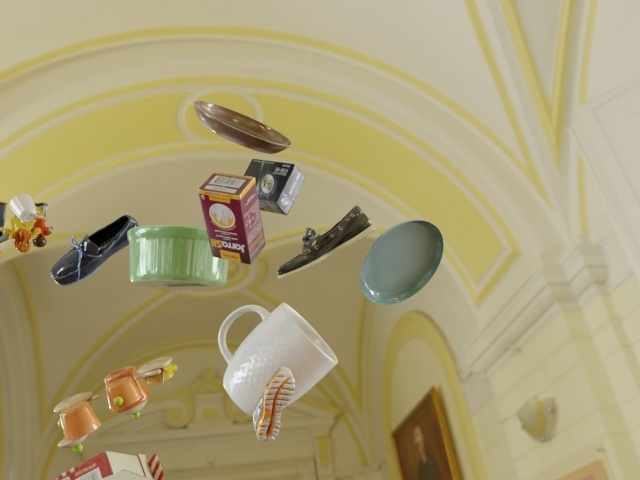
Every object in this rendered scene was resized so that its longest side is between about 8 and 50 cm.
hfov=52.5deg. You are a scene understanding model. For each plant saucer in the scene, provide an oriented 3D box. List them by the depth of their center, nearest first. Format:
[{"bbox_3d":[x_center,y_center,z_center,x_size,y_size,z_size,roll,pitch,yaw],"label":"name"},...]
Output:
[{"bbox_3d":[-0.234,-0.328,1.915,0.311,0.310,0.050,15,-72,-35],"label":"plant saucer"},{"bbox_3d":[0.254,0.065,2.079,0.318,0.044,0.317,-16,-53,-23],"label":"plant saucer"}]

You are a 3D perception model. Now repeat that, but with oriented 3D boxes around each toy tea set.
[{"bbox_3d":[-0.472,0.386,1.480,0.200,0.124,0.336,-17,5,32],"label":"toy tea set"}]

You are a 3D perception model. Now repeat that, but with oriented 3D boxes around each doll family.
[{"bbox_3d":[-0.938,-0.035,1.932,0.263,0.163,0.118,-1,-5,-1],"label":"doll family"}]

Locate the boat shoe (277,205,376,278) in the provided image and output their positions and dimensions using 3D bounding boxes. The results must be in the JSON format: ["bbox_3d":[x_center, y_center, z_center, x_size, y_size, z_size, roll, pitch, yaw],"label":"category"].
[{"bbox_3d":[0.001,0.000,1.991,0.340,0.113,0.127,-29,4,-5],"label":"boat shoe"}]

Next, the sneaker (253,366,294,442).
[{"bbox_3d":[-0.139,0.444,1.794,0.084,0.083,0.214,18,-83,-30],"label":"sneaker"}]

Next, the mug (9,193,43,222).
[{"bbox_3d":[-0.790,-0.084,1.756,0.078,0.064,0.062,-16,-37,-39],"label":"mug"}]

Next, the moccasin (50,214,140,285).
[{"bbox_3d":[-0.794,0.015,2.257,0.342,0.138,0.117,-42,-22,-19],"label":"moccasin"}]

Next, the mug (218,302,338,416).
[{"bbox_3d":[-0.184,0.386,2.193,0.328,0.374,0.276,-43,-14,1],"label":"mug"}]

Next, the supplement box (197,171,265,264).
[{"bbox_3d":[-0.195,-0.049,1.450,0.104,0.081,0.188,10,-51,20],"label":"supplement box"}]

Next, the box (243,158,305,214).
[{"bbox_3d":[-0.162,-0.172,2.063,0.180,0.147,0.077,12,-21,34],"label":"box"}]

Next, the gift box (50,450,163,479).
[{"bbox_3d":[-0.543,0.672,1.656,0.255,0.276,0.258,-24,-26,1],"label":"gift box"}]

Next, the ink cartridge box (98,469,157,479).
[{"bbox_3d":[-0.317,0.473,0.794,0.130,0.271,0.309,0,2,33],"label":"ink cartridge box"}]

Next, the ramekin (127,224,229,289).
[{"bbox_3d":[-0.404,0.058,1.869,0.304,0.148,0.303,2,-11,0],"label":"ramekin"}]
